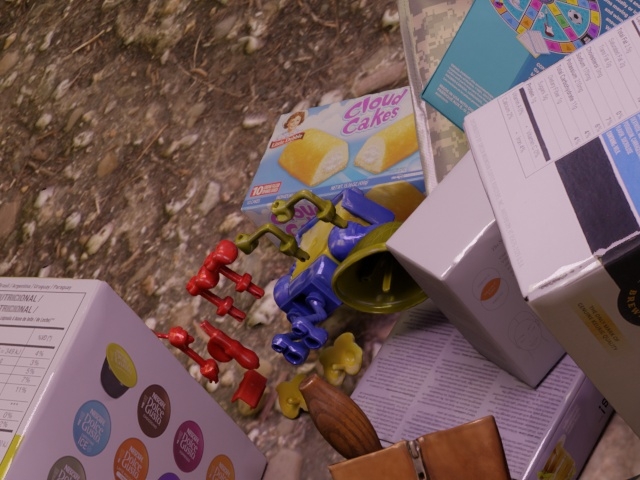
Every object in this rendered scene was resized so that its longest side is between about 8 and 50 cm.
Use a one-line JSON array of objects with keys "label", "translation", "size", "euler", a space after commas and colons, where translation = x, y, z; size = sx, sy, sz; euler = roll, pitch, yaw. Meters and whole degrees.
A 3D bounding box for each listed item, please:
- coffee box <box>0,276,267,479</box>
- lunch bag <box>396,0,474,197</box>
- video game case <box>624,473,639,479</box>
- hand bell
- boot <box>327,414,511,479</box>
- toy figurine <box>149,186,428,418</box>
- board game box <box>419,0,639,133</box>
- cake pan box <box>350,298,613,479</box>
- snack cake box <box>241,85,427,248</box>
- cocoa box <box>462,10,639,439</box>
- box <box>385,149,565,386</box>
[{"label": "coffee box", "translation": [-0.314, 0.257, 1.514], "size": [0.338, 0.337, 0.334], "euler": [0, 53, 33]}, {"label": "lunch bag", "translation": [0.215, -0.127, 1.541], "size": [0.235, 0.169, 0.287], "euler": [-11, 65, 14]}, {"label": "video game case", "translation": [0.371, 0.248, 1.068], "size": [0.248, 0.035, 0.275], "euler": [-28, 65, 21]}, {"label": "hand bell", "translation": [0.062, 0.206, 1.304], "size": [0.126, 0.242, 0.126], "euler": [-36, 13, 10]}, {"label": "boot", "translation": [0.062, 0.305, 1.216], "size": [0.264, 0.096, 0.280], "euler": [-26, 80, 22]}, {"label": "toy figurine", "translation": [0.000, 0.000, 1.581], "size": [0.362, 0.191, 0.217], "euler": [-44, 16, 48]}, {"label": "board game box", "translation": [0.268, -0.186, 1.325], "size": [0.254, 0.079, 0.336], "euler": [41, 125, 19]}, {"label": "cake pan box", "translation": [0.164, 0.117, 1.472], "size": [0.267, 0.070, 0.246], "euler": [7, 57, 47]}, {"label": "snack cake box", "translation": [0.054, -0.085, 1.762], "size": [0.264, 0.089, 0.152], "euler": [-9, 48, 38]}, {"label": "cocoa box", "translation": [0.307, 0.018, 1.193], "size": [0.228, 0.347, 0.231], "euler": [-31, 38, 16]}, {"label": "box", "translation": [0.164, 0.021, 1.367], "size": [0.130, 0.170, 0.091], "euler": [-47, 36, -7]}]
